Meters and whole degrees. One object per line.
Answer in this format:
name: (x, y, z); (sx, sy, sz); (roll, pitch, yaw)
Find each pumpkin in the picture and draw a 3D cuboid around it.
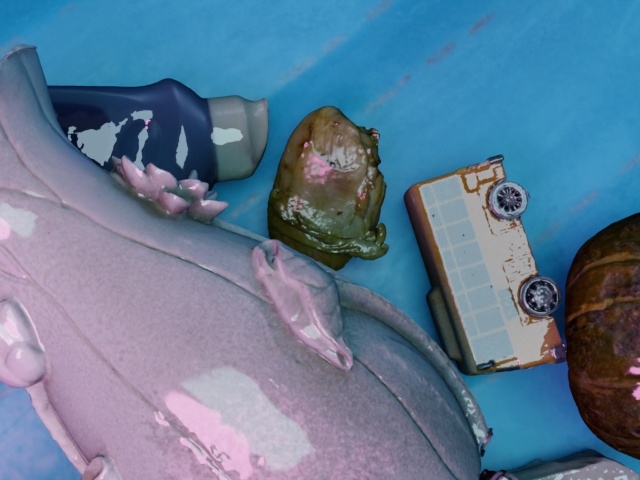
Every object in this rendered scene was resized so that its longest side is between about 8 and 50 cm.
pumpkin: (0.294, 0.079, 0.771); (0.162, 0.219, 0.219); (-13, 85, 32)

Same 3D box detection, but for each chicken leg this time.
chicken leg: (0.000, 0.000, 0.804); (0.103, 0.088, 0.228); (10, 92, -21)

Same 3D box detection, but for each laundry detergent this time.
laundry detergent: (-0.182, -0.066, 0.781); (0.290, 0.094, 0.143); (-9, 85, -7)

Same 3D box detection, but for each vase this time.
vase: (-0.106, 0.072, 0.654); (0.445, 0.250, 0.250); (42, 82, -8)

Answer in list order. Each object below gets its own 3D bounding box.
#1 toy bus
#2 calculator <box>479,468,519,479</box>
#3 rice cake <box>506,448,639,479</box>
toy bus: (0.139, 0.029, 0.811); (0.103, 0.091, 0.182); (-17, 85, -2)
calculator: (0.109, 0.329, 0.730); (0.165, 0.028, 0.274); (41, 88, 16)
rice cake: (0.110, 0.240, 0.803); (0.336, 0.066, 0.063); (-10, 88, -9)
